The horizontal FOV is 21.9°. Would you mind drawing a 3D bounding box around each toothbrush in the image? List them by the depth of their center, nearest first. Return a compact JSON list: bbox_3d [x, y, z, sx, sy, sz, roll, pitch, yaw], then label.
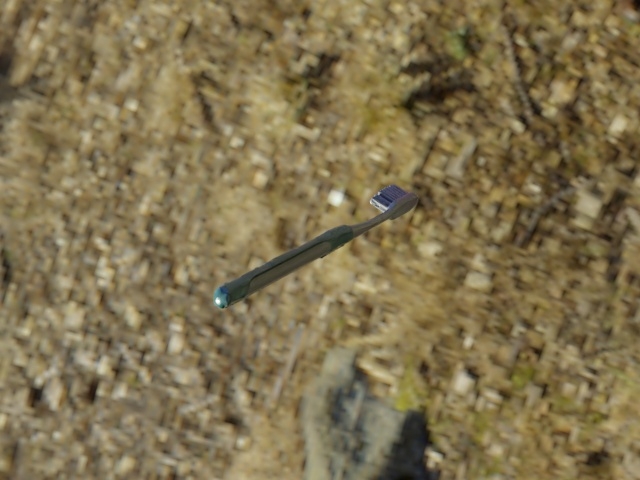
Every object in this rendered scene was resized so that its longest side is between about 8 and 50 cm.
[{"bbox_3d":[0.000,0.000,0.702,0.014,0.167,0.011,34,119,17],"label":"toothbrush"}]
